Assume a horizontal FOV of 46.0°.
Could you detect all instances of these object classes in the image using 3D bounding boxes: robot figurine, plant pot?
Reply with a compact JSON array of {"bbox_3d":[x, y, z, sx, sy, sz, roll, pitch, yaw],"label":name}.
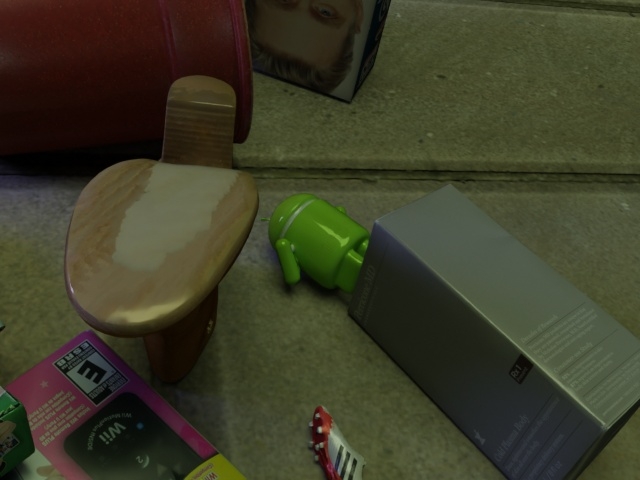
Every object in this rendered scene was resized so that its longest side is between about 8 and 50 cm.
[{"bbox_3d":[0.000,0.000,0.705,0.115,0.067,0.101,35,42,20],"label":"robot figurine"},{"bbox_3d":[-0.230,-0.202,0.733,0.264,0.273,0.272,-14,50,-16],"label":"plant pot"}]

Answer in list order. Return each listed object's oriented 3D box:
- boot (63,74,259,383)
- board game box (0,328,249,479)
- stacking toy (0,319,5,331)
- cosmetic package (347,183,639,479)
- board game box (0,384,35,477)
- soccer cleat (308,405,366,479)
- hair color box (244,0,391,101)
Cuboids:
[{"bbox_3d":[-0.103,0.032,0.536,0.104,0.211,0.295,8,33,-4],"label":"boot"},{"bbox_3d":[-0.107,0.225,0.398,0.303,0.098,0.224,41,49,11],"label":"board game box"},{"bbox_3d":[-0.273,0.088,0.507,0.167,0.052,0.221,50,48,-3],"label":"stacking toy"},{"bbox_3d":[0.140,0.078,0.621,0.107,0.127,0.238,-28,56,-35],"label":"cosmetic package"},{"bbox_3d":[-0.334,0.071,0.383,0.317,0.046,0.213,30,46,27],"label":"board game box"},{"bbox_3d":[0.016,0.164,0.573,0.035,0.029,0.083,1,48,-26],"label":"soccer cleat"},{"bbox_3d":[0.007,-0.350,0.861,0.173,0.347,0.105,20,43,7],"label":"hair color box"}]
